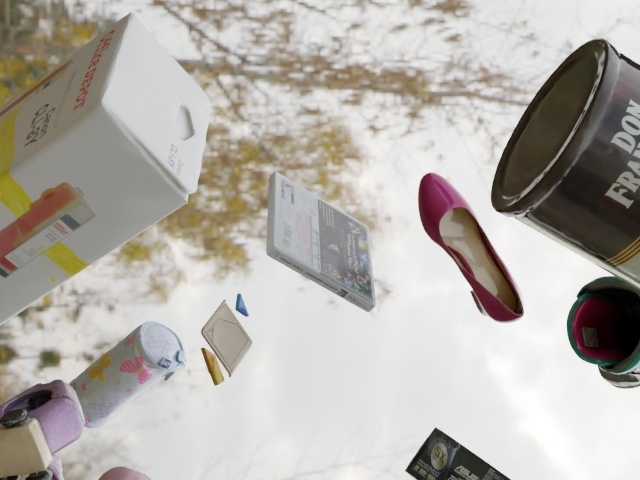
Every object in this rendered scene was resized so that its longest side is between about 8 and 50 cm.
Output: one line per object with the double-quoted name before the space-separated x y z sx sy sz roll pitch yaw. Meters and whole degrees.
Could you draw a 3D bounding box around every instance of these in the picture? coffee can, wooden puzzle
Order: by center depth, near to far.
"coffee can" 0.345 -0.052 1.151 0.201 0.275 0.201 -58 -170 16
"wooden puzzle" -0.112 0.116 1.324 0.014 0.116 0.078 -17 -75 31

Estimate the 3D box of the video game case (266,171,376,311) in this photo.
"video game case" 0.000 0.000 1.571 0.022 0.173 0.190 -49 -157 27

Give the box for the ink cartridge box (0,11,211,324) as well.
"ink cartridge box" -0.341 -0.076 1.385 0.385 0.160 0.279 -31 -152 17

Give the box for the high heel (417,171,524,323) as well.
"high heel" 0.220 0.010 1.621 0.244 0.082 0.117 68 -14 -5

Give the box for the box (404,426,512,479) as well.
"box" 0.224 0.355 1.557 0.180 0.077 0.147 32 -10 30

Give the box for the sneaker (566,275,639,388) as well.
"sneaker" 0.387 0.124 1.436 0.295 0.178 0.124 117 -38 -56

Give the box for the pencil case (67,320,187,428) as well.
"pencil case" -0.393 0.271 2.249 0.273 0.124 0.113 -36 -136 26

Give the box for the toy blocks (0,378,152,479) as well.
"toy blocks" -0.289 0.256 1.057 0.260 0.288 0.309 -60 137 -66
